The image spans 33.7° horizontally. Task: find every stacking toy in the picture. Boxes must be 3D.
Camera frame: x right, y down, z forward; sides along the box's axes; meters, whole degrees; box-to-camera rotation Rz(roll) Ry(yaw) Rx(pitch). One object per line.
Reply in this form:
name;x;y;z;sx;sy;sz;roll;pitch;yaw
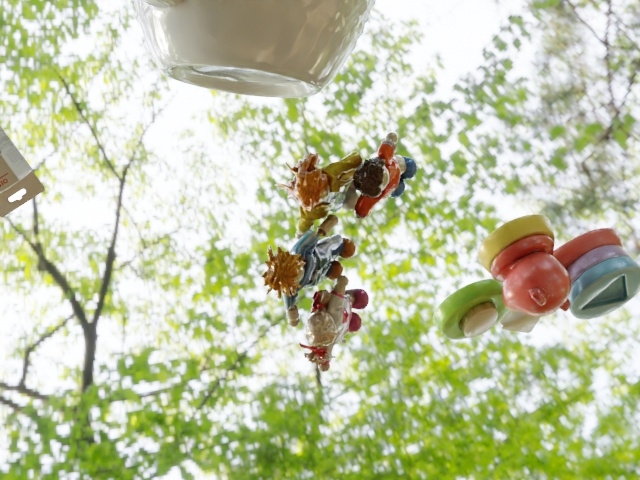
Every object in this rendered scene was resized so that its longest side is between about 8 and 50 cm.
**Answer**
stacking toy;0.345;0.103;1.645;0.309;0.130;0.279;4;-43;-37

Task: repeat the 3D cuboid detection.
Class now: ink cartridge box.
ink cartridge box;-0.249;-0.056;0.782;0.048;0.028;0.083;-30;-76;17

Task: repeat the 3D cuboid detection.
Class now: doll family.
doll family;0.000;0.000;1.115;0.118;0.163;0.262;20;-80;15

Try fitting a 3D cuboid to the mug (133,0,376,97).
mug;-0.094;-0.325;1.033;0.374;0.276;0.328;8;-92;-49
